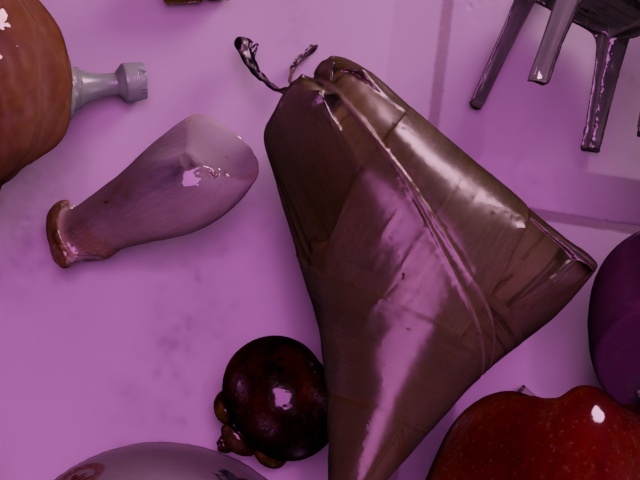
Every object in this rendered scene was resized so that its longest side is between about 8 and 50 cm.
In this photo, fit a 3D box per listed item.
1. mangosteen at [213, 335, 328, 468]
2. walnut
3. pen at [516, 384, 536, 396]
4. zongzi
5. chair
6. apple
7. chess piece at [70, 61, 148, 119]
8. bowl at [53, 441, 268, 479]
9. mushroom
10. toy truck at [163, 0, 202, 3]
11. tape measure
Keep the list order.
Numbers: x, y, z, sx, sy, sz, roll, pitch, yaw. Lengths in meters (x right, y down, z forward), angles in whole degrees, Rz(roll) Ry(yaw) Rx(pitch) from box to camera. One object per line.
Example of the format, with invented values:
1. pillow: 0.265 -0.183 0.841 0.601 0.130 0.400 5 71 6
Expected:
1. mangosteen: -0.050 0.168 1.459 0.140 0.140 0.140 1 77 -6
2. walnut: -0.421 -0.171 1.404 0.306 0.306 0.344 -42 89 -13
3. pen: 0.281 0.226 1.528 0.204 0.025 0.025 41 76 3
4. zongzi: 0.000 0.000 1.430 0.447 0.181 0.418 42 62 5
5. chair: 0.313 -0.244 1.556 0.190 0.203 0.275 22 84 -13
6. apple: 0.219 0.302 1.377 0.288 0.288 0.317 12 69 -4
7. chess piece: -0.236 -0.164 1.538 0.103 0.067 0.067 -9 78 -18
8. bowl: -0.155 0.354 1.380 0.337 0.157 0.337 1 77 -5
9. mushroom: -0.173 -0.037 1.486 0.225 0.093 0.116 -36 51 10
10. toy truck: -0.132 -0.287 1.583 0.083 0.049 0.054 -4 79 -7
11. tape measure: 0.389 0.082 1.453 0.231 0.245 0.149 15 45 -5
